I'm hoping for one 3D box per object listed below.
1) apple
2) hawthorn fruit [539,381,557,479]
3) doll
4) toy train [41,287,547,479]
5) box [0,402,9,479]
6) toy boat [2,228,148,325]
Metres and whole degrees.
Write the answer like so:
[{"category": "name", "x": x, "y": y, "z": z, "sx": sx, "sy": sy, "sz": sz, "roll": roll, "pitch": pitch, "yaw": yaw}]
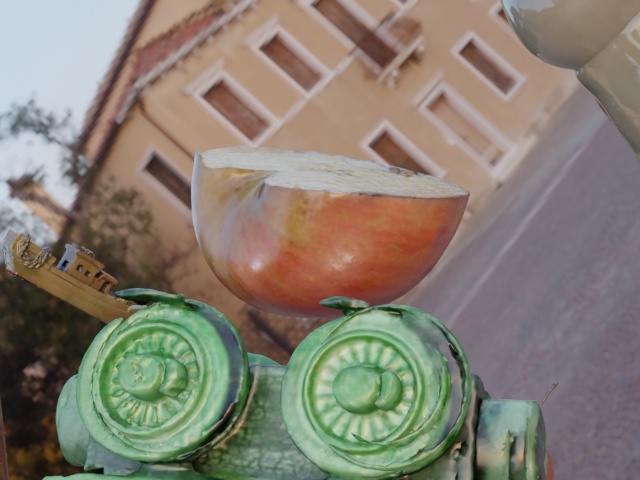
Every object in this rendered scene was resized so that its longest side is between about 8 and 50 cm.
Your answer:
[{"category": "apple", "x": 0.000, "y": 0.000, "z": 1.213, "sx": 0.251, "sy": 0.293, "sz": 0.163, "roll": -1, "pitch": -75, "yaw": -37}, {"category": "hawthorn fruit", "x": 0.117, "y": 0.130, "z": 0.704, "sx": 0.103, "sy": 0.067, "sz": 0.067, "roll": -56, "pitch": 3, "yaw": -25}, {"category": "doll", "x": 0.351, "y": -0.214, "z": 1.202, "sx": 0.215, "sy": 0.370, "sz": 0.226, "roll": -42, "pitch": -4, "yaw": 38}, {"category": "toy train", "x": -0.018, "y": 0.129, "z": 0.538, "sx": 0.132, "sy": 0.243, "sz": 0.188, "roll": 53, "pitch": -141, "yaw": -65}, {"category": "box", "x": -0.296, "y": 0.191, "z": 0.715, "sx": 0.115, "sy": 0.415, "sz": 0.264, "roll": -10, "pitch": -8, "yaw": 8}, {"category": "toy boat", "x": -0.302, "y": 0.045, "z": 1.424, "sx": 0.064, "sy": 0.206, "sz": 0.072, "roll": 22, "pitch": 81, "yaw": 53}]
